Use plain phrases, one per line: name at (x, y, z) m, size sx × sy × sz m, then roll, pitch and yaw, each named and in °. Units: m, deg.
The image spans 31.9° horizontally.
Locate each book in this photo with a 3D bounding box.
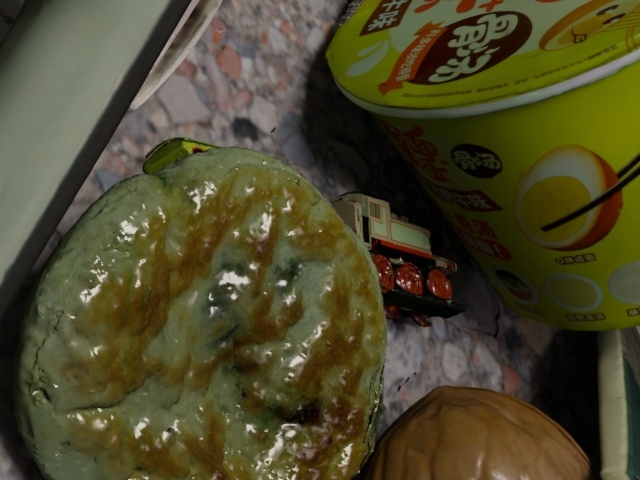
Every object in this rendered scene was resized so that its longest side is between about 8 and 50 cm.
book at (0.257, 0.198, 0.812) m, size 0.264 × 0.031 × 0.379 m, roll 64°, pitch 18°, yaw -9°

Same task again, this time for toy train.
toy train at (0.000, 0.000, 0.715) m, size 0.249 × 0.053 × 0.085 m, roll 16°, pitch 64°, yaw -41°

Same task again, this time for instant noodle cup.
instant noodle cup at (0.183, -0.095, 0.779) m, size 0.221 × 0.311 × 0.311 m, roll 61°, pitch 42°, yaw -31°

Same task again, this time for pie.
pie at (-0.052, 0.067, 0.598) m, size 0.240 × 0.054 × 0.241 m, roll -5°, pitch 98°, yaw -41°

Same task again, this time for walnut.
walnut at (0.101, 0.188, 0.676) m, size 0.167 × 0.167 × 0.207 m, roll -13°, pitch 88°, yaw -47°

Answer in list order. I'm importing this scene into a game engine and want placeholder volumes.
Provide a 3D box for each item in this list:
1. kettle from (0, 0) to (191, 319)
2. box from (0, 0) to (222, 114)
kettle at (-0.225, -0.047, 0.255) m, size 0.377 × 0.250 × 0.361 m, roll -51°, pitch 126°, yaw -10°
box at (-0.209, -0.184, 0.475) m, size 0.333 × 0.173 × 0.145 m, roll 44°, pitch 49°, yaw -26°
